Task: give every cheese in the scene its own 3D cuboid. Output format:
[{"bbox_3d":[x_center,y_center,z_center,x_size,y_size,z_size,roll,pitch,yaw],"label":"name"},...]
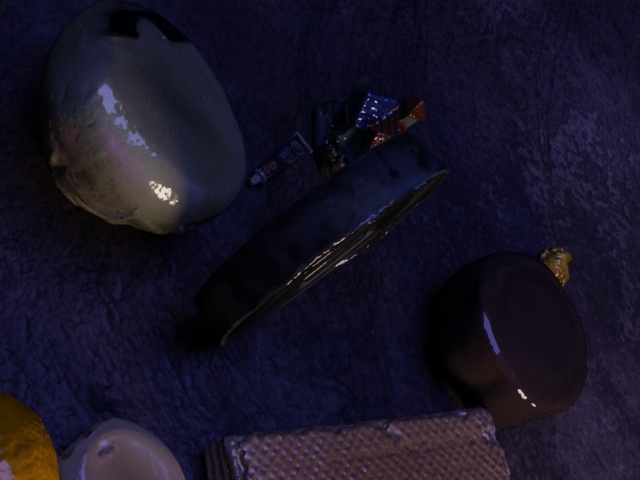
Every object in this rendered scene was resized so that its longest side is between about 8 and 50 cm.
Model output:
[{"bbox_3d":[-0.176,0.287,1.045,0.227,0.064,0.137,50,48,-8],"label":"cheese"}]

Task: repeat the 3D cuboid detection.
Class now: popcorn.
[{"bbox_3d":[0.350,0.048,1.602,0.084,0.084,0.084,19,57,-31],"label":"popcorn"}]

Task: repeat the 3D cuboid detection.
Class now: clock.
[{"bbox_3d":[0.000,0.000,1.163,0.067,0.325,0.325,52,46,5],"label":"clock"}]

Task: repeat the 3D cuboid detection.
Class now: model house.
[{"bbox_3d":[0.077,-0.151,1.423,0.119,0.149,0.148,16,56,-31],"label":"model house"}]

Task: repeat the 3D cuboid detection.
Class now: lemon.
[{"bbox_3d":[-0.311,0.207,0.925,0.142,0.142,0.187,-12,62,-42],"label":"lemon"}]

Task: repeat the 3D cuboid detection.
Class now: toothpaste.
[{"bbox_3d":[-0.055,-0.107,1.382,0.037,0.021,0.140,53,43,-6],"label":"toothpaste"}]

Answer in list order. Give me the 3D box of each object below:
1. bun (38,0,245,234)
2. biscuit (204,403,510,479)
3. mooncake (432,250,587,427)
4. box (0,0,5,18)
[{"bbox_3d":[-0.219,-0.124,1.160,0.283,0.179,0.283,47,30,-37],"label":"bun"},{"bbox_3d":[0.062,0.281,1.230,0.426,0.078,0.144,4,64,-39],"label":"biscuit"},{"bbox_3d":[0.264,0.138,1.430,0.245,0.133,0.245,19,56,-31],"label":"mooncake"},{"bbox_3d":[-0.379,-0.202,1.123,0.031,0.091,0.126,16,59,-24],"label":"box"}]
